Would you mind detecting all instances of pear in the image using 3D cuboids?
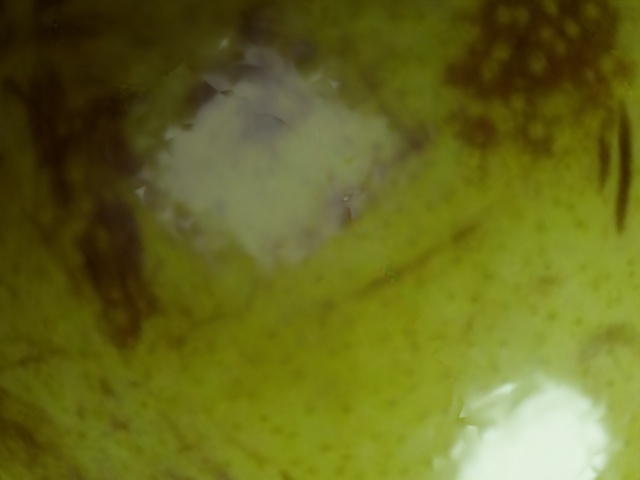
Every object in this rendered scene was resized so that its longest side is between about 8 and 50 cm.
[{"bbox_3d":[0.000,0.000,0.542,0.280,0.281,0.281,-1,81,4],"label":"pear"}]
